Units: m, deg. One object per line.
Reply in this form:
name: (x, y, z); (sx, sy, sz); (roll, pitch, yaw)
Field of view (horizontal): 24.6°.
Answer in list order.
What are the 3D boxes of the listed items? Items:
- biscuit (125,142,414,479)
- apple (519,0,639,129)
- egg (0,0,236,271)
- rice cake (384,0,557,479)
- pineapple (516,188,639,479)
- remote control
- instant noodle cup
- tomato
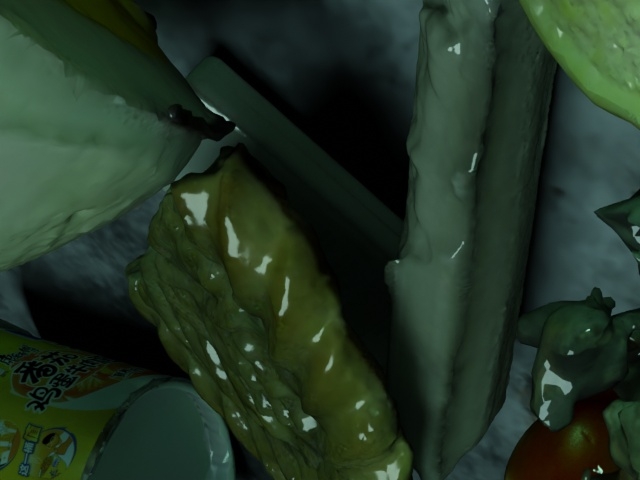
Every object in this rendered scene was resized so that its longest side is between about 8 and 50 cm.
biscuit: (-0.023, 0.060, 0.672); (0.187, 0.036, 0.273); (53, 163, 3)
apple: (0.130, -0.135, 0.338); (0.193, 0.120, 0.265); (38, 144, 25)
egg: (-0.212, -0.085, 0.517); (0.337, 0.201, 0.337); (40, -174, -5)
rice cake: (0.055, -0.007, 0.571); (0.052, 0.057, 0.256); (15, 133, 15)
pineapple: (0.171, 0.090, 0.493); (0.223, 0.223, 0.357); (8, 123, 37)
remote control: (0.000, 0.000, 0.683); (0.190, 0.029, 0.087); (41, 146, -3)
instant noodle cup: (-0.154, 0.152, 0.865); (0.153, 0.205, 0.205); (4, 133, 31)
tomato: (0.128, 0.107, 0.651); (0.087, 0.075, 0.087); (21, 155, 10)
